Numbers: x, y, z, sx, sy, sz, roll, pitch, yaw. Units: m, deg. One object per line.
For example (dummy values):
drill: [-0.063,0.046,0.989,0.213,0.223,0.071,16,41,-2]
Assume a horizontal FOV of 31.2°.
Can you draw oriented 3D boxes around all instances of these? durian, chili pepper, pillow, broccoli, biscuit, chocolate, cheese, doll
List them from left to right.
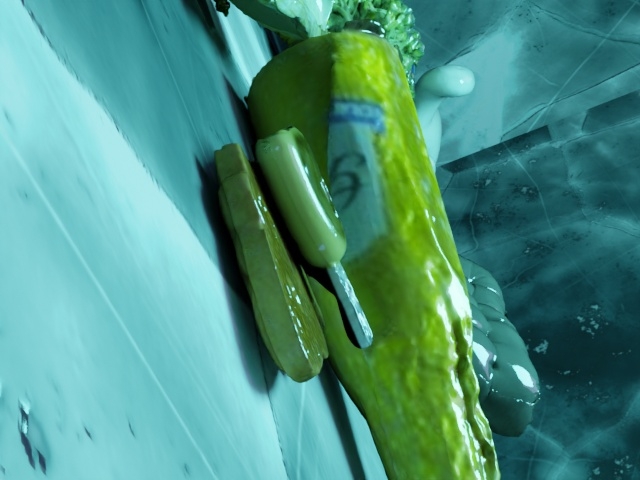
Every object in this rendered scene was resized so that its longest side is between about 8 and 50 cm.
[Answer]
chili pepper: [-0.108,-0.257,1.133,0.027,0.022,0.083,29,-24,40]
durian: [-0.045,-0.240,1.056,0.252,0.144,0.139,64,10,-81]
biscuit: [-0.031,0.017,0.747,0.162,0.035,0.250,62,4,-26]
cheese: [-0.001,0.000,0.797,0.086,0.036,0.163,-73,140,-82]
broccoli: [0.014,-0.253,1.693,0.247,0.263,0.243,38,32,4]
doll: [0.090,-0.221,1.916,0.187,0.376,0.366,14,37,-41]
chocolate: [0.061,0.023,0.994,0.162,0.162,0.446,60,12,-62]
pillow: [0.129,0.083,1.324,0.228,0.101,0.326,29,15,-12]

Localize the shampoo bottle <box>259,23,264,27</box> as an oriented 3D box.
shampoo bottle: [-0.081,-0.353,1.654,0.072,0.043,0.099,21,48,-83]
